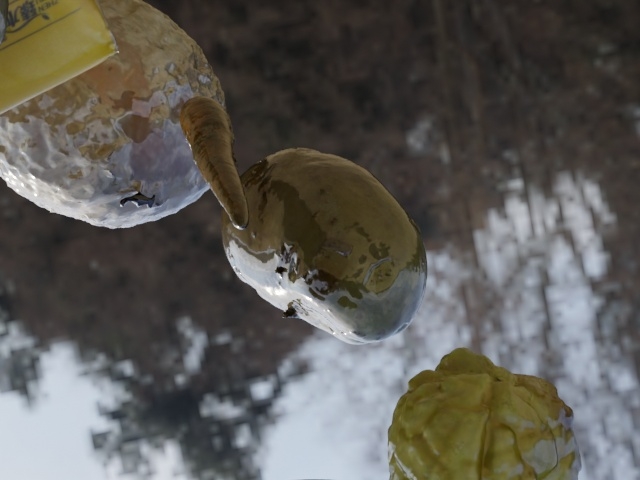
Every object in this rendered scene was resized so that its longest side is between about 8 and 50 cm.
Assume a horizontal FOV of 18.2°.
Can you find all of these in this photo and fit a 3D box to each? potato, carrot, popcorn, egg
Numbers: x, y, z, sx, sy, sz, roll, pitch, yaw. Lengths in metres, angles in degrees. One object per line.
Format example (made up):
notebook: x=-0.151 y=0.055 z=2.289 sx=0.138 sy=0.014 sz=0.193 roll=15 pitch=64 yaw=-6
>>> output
potato: x=0.000 y=0.000 z=1.917 sx=0.165 sy=0.165 sz=0.262 roll=-16 pitch=-142 yaw=-31
carrot: x=-0.092 y=-0.070 z=1.827 sx=0.049 sy=0.049 sz=0.254 roll=-12 pitch=-150 yaw=-6
popcorn: x=0.129 y=0.175 z=1.514 sx=0.142 sy=0.173 sz=0.173 roll=-25 pitch=-178 yaw=22
egg: x=-0.247 y=-0.147 z=2.204 sx=0.279 sy=0.279 sz=0.310 roll=-3 pitch=150 yaw=44

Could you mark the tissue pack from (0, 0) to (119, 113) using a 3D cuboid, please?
tissue pack: x=-0.422 y=-0.227 z=1.811 sx=0.382 sy=0.293 sz=0.228 roll=-28 pitch=-151 yaw=-11

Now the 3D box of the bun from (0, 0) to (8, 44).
bun: x=-0.314 y=-0.209 z=1.577 sx=0.113 sy=0.167 sz=0.173 roll=-10 pitch=-177 yaw=35

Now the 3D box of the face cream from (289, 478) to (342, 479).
face cream: x=-0.017 y=0.327 z=1.556 sx=0.173 sy=0.081 sz=0.348 roll=2 pitch=-145 yaw=10
